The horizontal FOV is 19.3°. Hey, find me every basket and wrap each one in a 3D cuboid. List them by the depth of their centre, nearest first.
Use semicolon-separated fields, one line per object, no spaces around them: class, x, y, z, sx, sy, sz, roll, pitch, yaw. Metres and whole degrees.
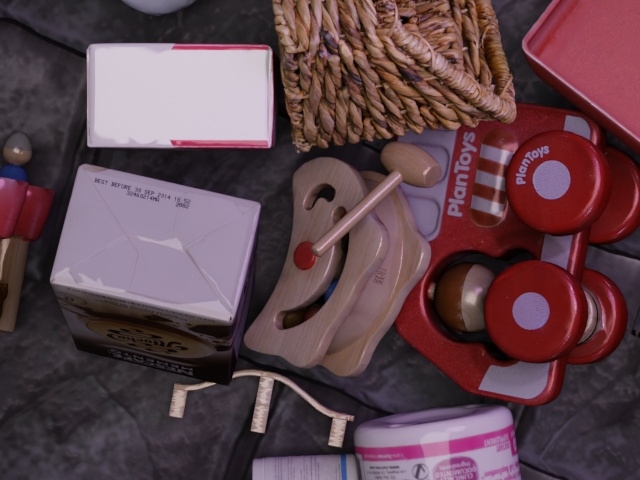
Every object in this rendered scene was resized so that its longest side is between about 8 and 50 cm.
basket;0.057;-0.264;1.783;0.223;0.213;0.299;-8;58;1

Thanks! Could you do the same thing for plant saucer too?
plant saucer;0.341;-0.172;1.857;0.258;0.048;0.259;38;51;0

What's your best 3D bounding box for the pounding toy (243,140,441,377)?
pounding toy;0.000;0.000;1.844;0.154;0.155;0.269;43;109;42

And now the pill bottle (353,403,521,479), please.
pill bottle;0.130;0.312;1.860;0.160;0.160;0.283;-8;91;0

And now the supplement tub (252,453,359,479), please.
supplement tub;-0.014;0.252;1.905;0.107;0.071;0.071;-1;90;0

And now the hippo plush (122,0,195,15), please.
hippo plush;-0.193;-0.332;1.823;0.236;0.234;0.294;34;71;-11

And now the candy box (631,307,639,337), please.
candy box;0.405;0.089;1.838;0.165;0.196;0.070;17;90;0

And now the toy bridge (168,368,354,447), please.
toy bridge;-0.058;0.165;1.927;0.188;0.026;0.063;10;89;0

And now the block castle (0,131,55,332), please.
block castle;-0.494;-0.041;1.793;0.453;0.303;0.213;9;89;-1

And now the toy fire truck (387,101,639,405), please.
toy fire truck;0.174;0.002;1.875;0.254;0.169;0.302;11;92;26

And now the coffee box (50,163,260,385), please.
coffee box;-0.151;0.039;1.786;0.168;0.297;0.119;12;75;1

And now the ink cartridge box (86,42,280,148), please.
ink cartridge box;-0.127;-0.136;1.823;0.172;0.237;0.100;0;93;0
